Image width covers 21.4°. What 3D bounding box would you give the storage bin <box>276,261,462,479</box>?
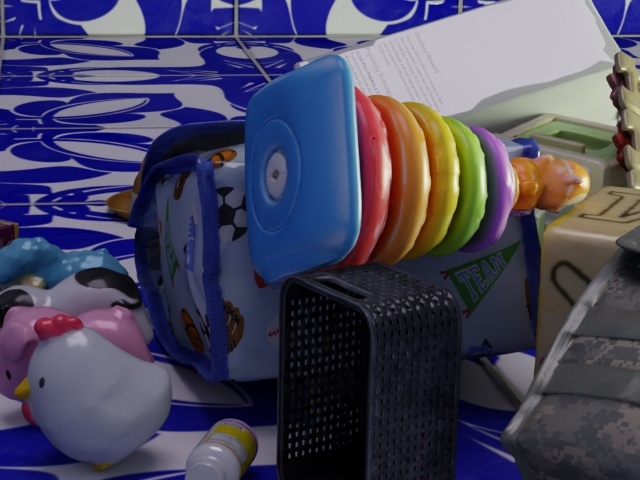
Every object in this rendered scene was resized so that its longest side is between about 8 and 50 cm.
[{"bbox_3d":[0.035,0.117,1.262,0.084,0.180,0.122,-7,17,-33],"label":"storage bin"}]

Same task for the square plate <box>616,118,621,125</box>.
[{"bbox_3d":[0.388,-0.191,2.309,0.347,0.049,0.344,26,8,27],"label":"square plate"}]

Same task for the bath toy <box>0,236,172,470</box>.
[{"bbox_3d":[-0.222,0.087,1.461,0.151,0.129,0.348,-35,19,-3],"label":"bath toy"}]

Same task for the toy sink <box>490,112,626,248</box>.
[{"bbox_3d":[0.258,-0.050,1.845,0.152,0.131,0.234,16,24,32],"label":"toy sink"}]

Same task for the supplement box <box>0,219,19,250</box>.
[{"bbox_3d":[-0.389,0.004,1.913,0.055,0.043,0.083,12,18,35],"label":"supplement box"}]

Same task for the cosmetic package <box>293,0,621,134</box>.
[{"bbox_3d":[0.166,-0.154,2.024,0.365,0.197,0.155,-18,59,-11],"label":"cosmetic package"}]

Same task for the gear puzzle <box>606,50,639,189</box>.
[{"bbox_3d":[0.367,-0.030,1.767,0.175,0.339,0.044,25,-41,-30],"label":"gear puzzle"}]

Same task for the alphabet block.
[{"bbox_3d":[0.306,0.070,1.450,0.197,0.192,0.193,10,15,24],"label":"alphabet block"}]

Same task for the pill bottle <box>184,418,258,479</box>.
[{"bbox_3d":[-0.079,0.172,1.312,0.043,0.043,0.083,5,16,13],"label":"pill bottle"}]

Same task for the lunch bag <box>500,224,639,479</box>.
[{"bbox_3d":[0.303,0.092,1.191,0.235,0.169,0.287,12,53,34],"label":"lunch bag"}]

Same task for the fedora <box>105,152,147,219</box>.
[{"bbox_3d":[-0.181,-0.076,2.161,0.194,0.079,0.194,1,15,0],"label":"fedora"}]

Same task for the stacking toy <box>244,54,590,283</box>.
[{"bbox_3d":[0.095,-0.046,1.390,0.302,0.166,0.175,2,-11,-28],"label":"stacking toy"}]

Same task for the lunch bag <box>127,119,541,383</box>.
[{"bbox_3d":[0.000,0.000,1.625,0.327,0.239,0.385,-2,1,-14],"label":"lunch bag"}]
